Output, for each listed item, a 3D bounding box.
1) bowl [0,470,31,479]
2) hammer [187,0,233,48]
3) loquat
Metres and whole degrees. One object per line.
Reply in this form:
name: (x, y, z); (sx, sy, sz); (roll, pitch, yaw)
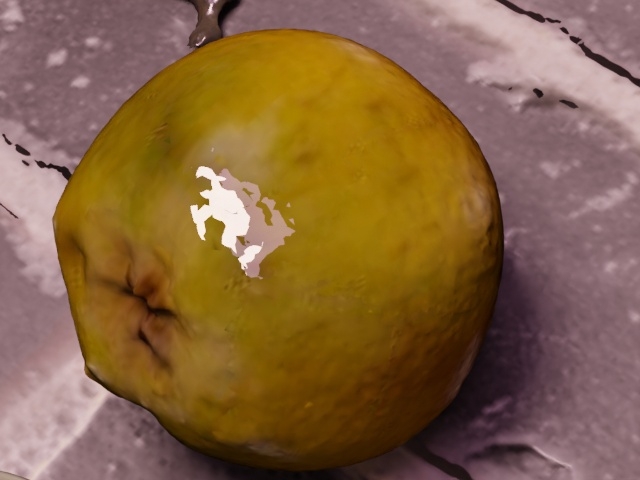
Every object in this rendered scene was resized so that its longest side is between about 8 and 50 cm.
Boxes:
bowl: (-0.172, 0.193, 0.812); (0.212, 0.112, 0.211); (-4, 61, 7)
hammer: (-0.193, -0.171, 1.079); (0.297, 0.027, 0.125); (2, 60, 10)
loquat: (0.000, 0.000, 0.855); (0.246, 0.213, 0.213); (-18, 53, -40)
